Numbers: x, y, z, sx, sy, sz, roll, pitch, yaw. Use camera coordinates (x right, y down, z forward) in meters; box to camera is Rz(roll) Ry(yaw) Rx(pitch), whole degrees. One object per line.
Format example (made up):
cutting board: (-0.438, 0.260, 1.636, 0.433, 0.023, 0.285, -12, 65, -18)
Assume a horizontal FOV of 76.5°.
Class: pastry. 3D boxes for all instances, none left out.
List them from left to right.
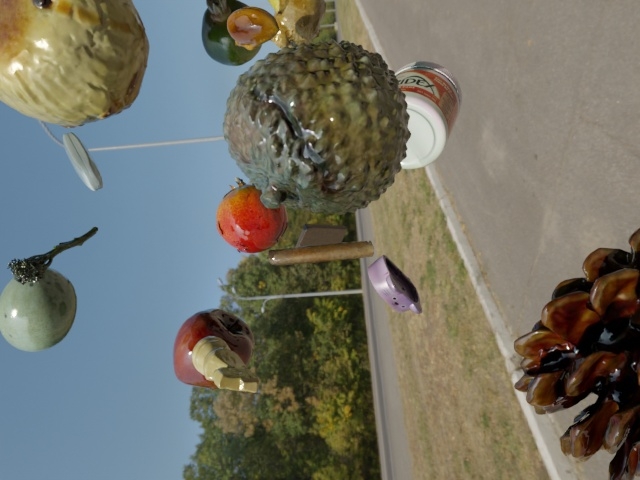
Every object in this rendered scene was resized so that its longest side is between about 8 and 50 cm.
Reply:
pastry: (-0.575, -0.447, 0.929, 0.312, 0.388, 0.388, 1, -95, -76)

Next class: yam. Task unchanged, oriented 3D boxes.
yam: (-0.001, 0.032, 1.007, 0.046, 0.264, 0.046, 174, 90, -87)

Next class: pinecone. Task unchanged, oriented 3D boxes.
pinecone: (0.486, 0.178, 0.535, 0.398, 0.398, 0.397, -4, -90, -87)

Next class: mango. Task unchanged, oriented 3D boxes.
mango: (-0.133, -0.420, 0.799, 0.077, 0.127, 0.063, 24, -98, -50)

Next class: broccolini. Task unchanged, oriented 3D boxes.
broccolini: (-0.469, 0.013, 0.730, 0.218, 0.042, 0.044, -90, 6, -67)

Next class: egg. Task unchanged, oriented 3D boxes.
egg: (-0.721, 0.176, 1.040, 0.169, 0.169, 0.236, -86, 18, -69)

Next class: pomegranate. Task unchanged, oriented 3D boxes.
pomegranate: (-0.257, -0.594, 1.132, 0.209, 0.180, 0.180, 46, -140, -76)
pomegranate: (-0.206, -0.076, 1.208, 0.210, 0.210, 0.235, 79, 176, -68)

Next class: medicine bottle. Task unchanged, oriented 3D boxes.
medicine bottle: (0.288, -0.385, 1.263, 0.252, 0.252, 0.241, 83, -151, -47)

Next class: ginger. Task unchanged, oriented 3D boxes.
ginger: (-0.057, -0.547, 0.980, 0.102, 0.157, 0.216, 50, 151, 24)

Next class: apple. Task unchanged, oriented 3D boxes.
apple: (-0.301, 0.307, 1.150, 0.234, 0.234, 0.234, -4, -90, -87)

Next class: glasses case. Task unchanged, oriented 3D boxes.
glasses case: (-0.540, -0.180, 0.923, 0.178, 0.045, 0.067, 47, 154, 29)

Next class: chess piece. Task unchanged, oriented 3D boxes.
chess piece: (-0.205, 0.273, 0.869, 0.200, 0.090, 0.090, 7, 103, 56)

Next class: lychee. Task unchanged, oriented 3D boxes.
lychee: (0.000, -0.155, 0.564, 0.274, 0.255, 0.255, -56, -12, -11)

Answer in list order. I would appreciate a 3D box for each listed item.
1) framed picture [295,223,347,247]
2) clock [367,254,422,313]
framed picture: (0.000, 0.000, 1.445, 0.023, 0.168, 0.128, 58, 135, 41)
clock: (0.174, 0.114, 0.946, 0.153, 0.050, 0.110, 42, -155, -29)
